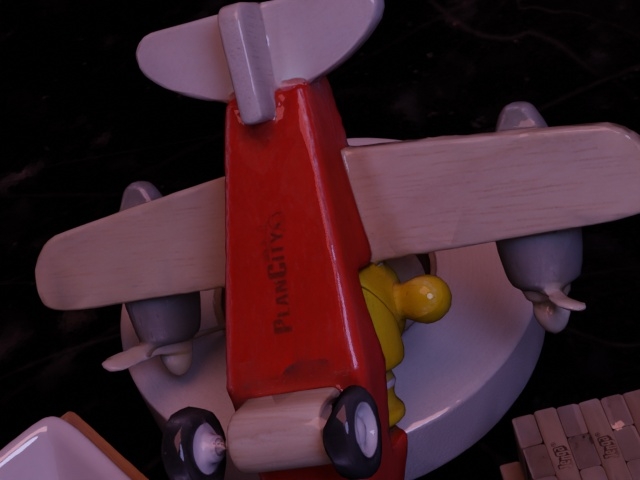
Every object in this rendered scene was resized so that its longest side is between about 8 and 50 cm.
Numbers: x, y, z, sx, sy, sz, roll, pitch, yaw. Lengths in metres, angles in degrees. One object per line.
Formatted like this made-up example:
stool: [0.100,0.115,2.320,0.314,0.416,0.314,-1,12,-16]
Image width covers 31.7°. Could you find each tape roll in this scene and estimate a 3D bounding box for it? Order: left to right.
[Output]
tape roll: [0.011,0.055,1.041,0.392,0.072,0.392,-8,44,8]

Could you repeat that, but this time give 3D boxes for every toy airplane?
toy airplane: [0.000,0.000,0.858,0.386,0.272,0.384,38,97,26]

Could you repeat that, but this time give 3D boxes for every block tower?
block tower: [0.306,0.156,0.837,0.336,0.097,0.091,-15,43,4]

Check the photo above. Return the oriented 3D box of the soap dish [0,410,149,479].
soap dish: [-0.226,0.291,0.828,0.291,0.118,0.229,-40,49,-23]
